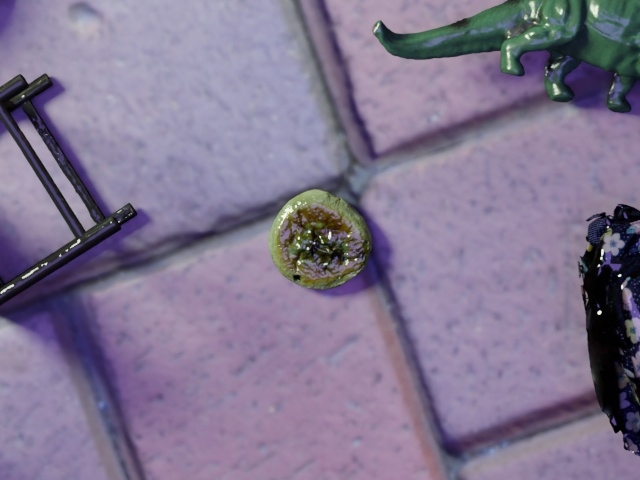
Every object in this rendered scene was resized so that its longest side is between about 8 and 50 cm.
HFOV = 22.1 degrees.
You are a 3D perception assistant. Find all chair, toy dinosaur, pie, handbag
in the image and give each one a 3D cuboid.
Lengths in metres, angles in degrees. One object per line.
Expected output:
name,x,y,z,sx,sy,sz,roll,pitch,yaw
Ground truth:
chair,-0.291,0.000,1.257,0.260,0.141,0.154,-32,95,3
toy dinosaur,0.194,-0.146,1.262,0.292,0.079,0.120,-15,91,1
pie,0.000,0.002,1.311,0.084,0.021,0.084,0,97,2
handbag,0.306,0.069,1.261,0.208,0.127,0.228,-14,105,2
